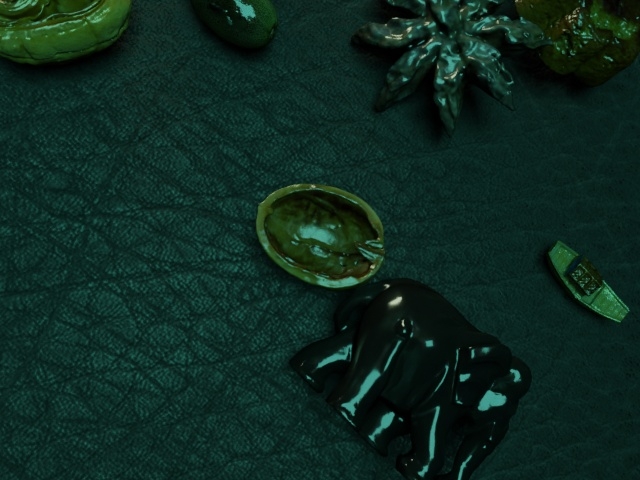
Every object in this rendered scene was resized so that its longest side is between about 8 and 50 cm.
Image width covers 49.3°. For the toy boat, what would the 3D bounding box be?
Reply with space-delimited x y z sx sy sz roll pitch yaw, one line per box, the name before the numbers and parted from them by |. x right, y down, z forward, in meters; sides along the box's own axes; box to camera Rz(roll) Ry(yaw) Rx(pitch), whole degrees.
toy boat | 0.453 0.071 1.191 0.172 0.066 0.065 46 74 -2

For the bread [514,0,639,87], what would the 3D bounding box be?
bread | 0.453 -0.381 1.207 0.247 0.135 0.232 37 63 -19

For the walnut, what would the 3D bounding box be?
walnut | -0.002 0.000 1.103 0.211 0.087 0.167 24 68 2

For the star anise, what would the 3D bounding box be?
star anise | 0.208 -0.336 1.150 0.332 0.117 0.331 -1 85 13

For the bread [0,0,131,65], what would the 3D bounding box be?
bread | -0.411 -0.367 1.065 0.236 0.120 0.198 -17 84 -12

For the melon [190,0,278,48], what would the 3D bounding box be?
melon | -0.143 -0.376 1.127 0.162 0.099 0.099 36 77 3

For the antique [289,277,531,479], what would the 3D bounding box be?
antique | 0.148 0.207 1.055 0.255 0.185 0.322 -43 88 -12
